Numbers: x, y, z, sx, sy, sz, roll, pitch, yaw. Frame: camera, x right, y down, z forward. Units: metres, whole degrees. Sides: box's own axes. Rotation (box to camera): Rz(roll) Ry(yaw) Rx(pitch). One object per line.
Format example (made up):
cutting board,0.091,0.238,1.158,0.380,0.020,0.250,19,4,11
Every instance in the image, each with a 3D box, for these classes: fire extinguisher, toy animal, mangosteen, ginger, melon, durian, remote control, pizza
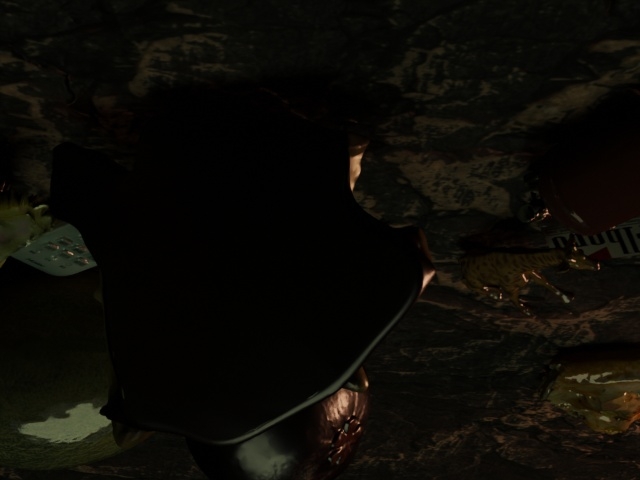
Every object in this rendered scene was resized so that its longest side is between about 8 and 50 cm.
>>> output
fire extinguisher,0.321,-0.079,1.584,0.147,0.106,0.337,-13,171,-40
toy animal,0.236,0.034,1.838,0.149,0.054,0.275,20,164,5
mangosteen,-0.088,0.200,2.078,0.302,0.275,0.275,22,167,27
ginger,-0.091,0.015,1.631,0.413,0.358,0.211,-24,-174,17
melon,-0.322,0.159,1.952,0.329,0.248,0.248,-8,156,10
durian,-0.399,0.002,1.694,0.172,0.166,0.306,19,142,-41
remote control,-0.230,-0.023,1.775,0.293,0.051,0.103,-17,152,28
pizza,0.416,0.231,2.326,0.189,0.071,0.297,-1,157,1

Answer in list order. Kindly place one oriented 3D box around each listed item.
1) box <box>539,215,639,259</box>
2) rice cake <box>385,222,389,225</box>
box,0.347,-0.018,1.789,0.177,0.036,0.115,-8,155,18
rice cake,0.000,-0.001,1.841,0.171,0.033,0.029,-1,153,6
